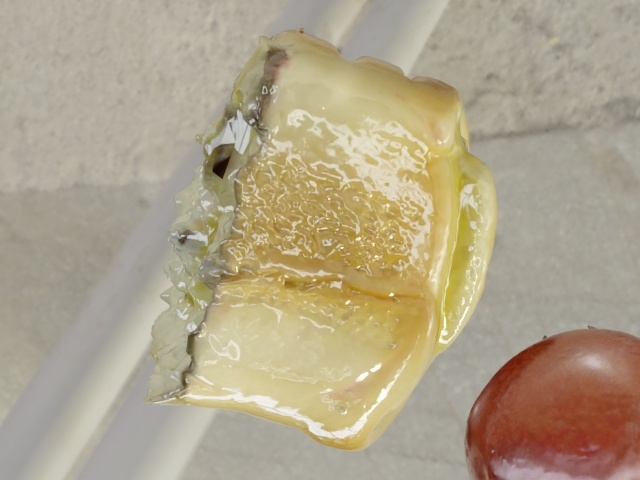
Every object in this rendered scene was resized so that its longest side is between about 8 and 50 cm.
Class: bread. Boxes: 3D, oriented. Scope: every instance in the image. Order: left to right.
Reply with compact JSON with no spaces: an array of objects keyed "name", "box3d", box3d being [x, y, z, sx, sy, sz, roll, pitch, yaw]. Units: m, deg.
[{"name":"bread","box3d":[0.000,0.000,0.998,0.270,0.315,0.211,12,-175,-23]}]

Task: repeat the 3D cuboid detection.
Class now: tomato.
[{"name":"tomato","box3d":[0.172,0.148,0.796,0.167,0.167,0.167,20,145,14]}]
